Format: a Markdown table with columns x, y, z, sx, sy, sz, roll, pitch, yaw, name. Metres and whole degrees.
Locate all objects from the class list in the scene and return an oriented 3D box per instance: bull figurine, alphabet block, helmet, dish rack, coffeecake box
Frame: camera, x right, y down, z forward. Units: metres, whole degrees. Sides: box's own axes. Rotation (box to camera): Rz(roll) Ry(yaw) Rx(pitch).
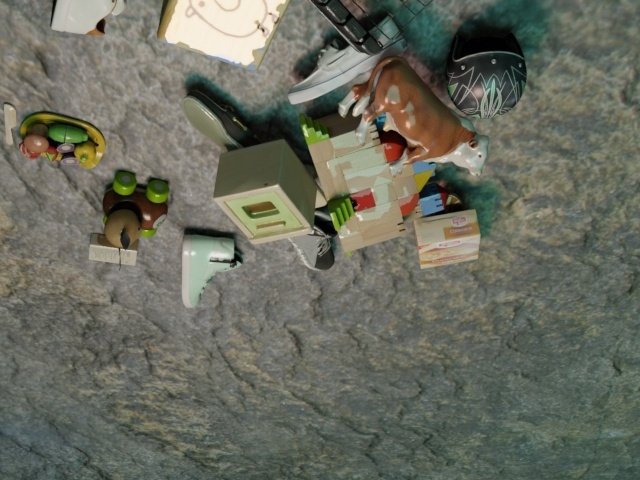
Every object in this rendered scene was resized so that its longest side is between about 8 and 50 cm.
| x | y | z | sx | sy | sz | roll | pitch | yaw | name |
| --- | --- | --- | --- | --- | --- | --- | --- | --- | --- |
| 0.185 | -0.218 | 1.670 | 0.188 | 0.101 | 0.310 | -38 | 115 | 18 | bull figurine |
| -0.157 | -0.444 | 1.479 | 0.193 | 0.193 | 0.197 | 13 | 137 | -18 | alphabet block |
| 0.318 | -0.315 | 1.658 | 0.170 | 0.161 | 0.169 | -1 | 139 | -1 | helmet |
| 0.118 | -0.473 | 1.515 | 0.271 | 0.074 | 0.208 | -43 | 124 | 10 | dish rack |
| 0.296 | -0.001 | 2.017 | 0.142 | 0.068 | 0.185 | -10 | 161 | 5 | coffeecake box |

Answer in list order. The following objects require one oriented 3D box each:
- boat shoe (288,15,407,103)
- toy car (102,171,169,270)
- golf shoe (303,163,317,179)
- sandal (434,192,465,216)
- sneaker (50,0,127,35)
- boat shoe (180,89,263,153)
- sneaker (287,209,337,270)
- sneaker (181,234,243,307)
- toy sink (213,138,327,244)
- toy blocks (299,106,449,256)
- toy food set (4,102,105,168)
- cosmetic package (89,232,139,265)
| x | y | z | sx | sy | sz | roll | pitch | yaw | name |
| --- | --- | --- | --- | --- | --- | --- | --- | --- | --- |
| 0.040 | -0.351 | 1.680 | 0.258 | 0.095 | 0.084 | -25 | 103 | 16 | boat shoe |
| -0.426 | -0.030 | 1.947 | 0.149 | 0.188 | 0.155 | 13 | 137 | -15 | toy car |
| -0.095 | -0.157 | 1.906 | 0.176 | 0.069 | 0.086 | -5 | 133 | 3 | golf shoe |
| 0.312 | -0.072 | 2.029 | 0.072 | 0.049 | 0.180 | -13 | 152 | 21 | sandal |
| -0.391 | -0.476 | 1.517 | 0.123 | 0.105 | 0.290 | 10 | 147 | -22 | sneaker |
| -0.202 | -0.241 | 1.806 | 0.081 | 0.068 | 0.228 | 3 | 148 | 41 | boat shoe |
| 0.000 | 0.000 | 2.040 | 0.132 | 0.086 | 0.228 | 0 | 146 | 39 | sneaker |
| -0.270 | 0.086 | 2.157 | 0.151 | 0.094 | 0.255 | 2 | 140 | -8 | sneaker |
| -0.099 | -0.083 | 1.825 | 0.153 | 0.131 | 0.234 | -10 | 145 | 21 | toy sink |
| 0.132 | -0.147 | 1.843 | 0.261 | 0.190 | 0.381 | -17 | 125 | 4 | toy blocks |
| -0.573 | -0.201 | 1.837 | 0.218 | 0.071 | 0.128 | 13 | 137 | -15 | toy food set |
| -0.507 | 0.022 | 2.117 | 0.115 | 0.041 | 0.060 | 9 | 137 | -12 | cosmetic package |
